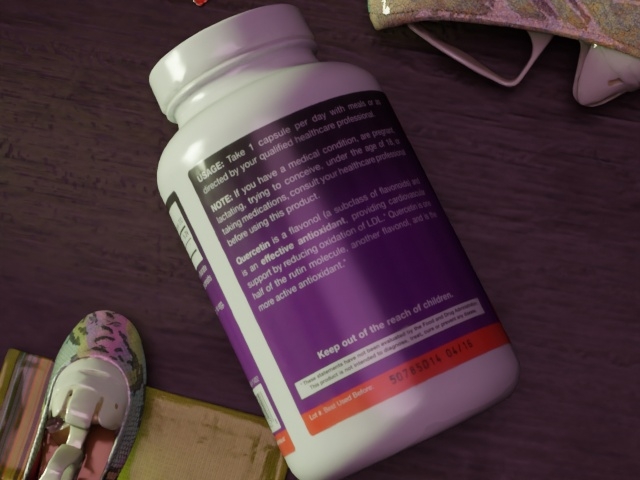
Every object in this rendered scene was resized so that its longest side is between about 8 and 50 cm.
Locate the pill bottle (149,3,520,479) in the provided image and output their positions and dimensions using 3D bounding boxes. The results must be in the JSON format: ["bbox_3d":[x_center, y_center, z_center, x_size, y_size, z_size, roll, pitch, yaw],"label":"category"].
[{"bbox_3d":[0.000,0.000,1.061,0.181,0.181,0.323,-25,82,-1],"label":"pill bottle"}]

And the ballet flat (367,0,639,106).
[{"bbox_3d":[0.184,-0.163,1.128,0.316,0.107,0.106,16,103,10],"label":"ballet flat"}]

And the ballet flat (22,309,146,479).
[{"bbox_3d":[-0.182,0.156,1.079,0.076,0.079,0.222,16,80,5],"label":"ballet flat"}]

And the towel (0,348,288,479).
[{"bbox_3d":[-0.143,0.161,1.127,0.237,0.021,0.102,14,84,4],"label":"towel"}]

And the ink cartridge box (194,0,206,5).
[{"bbox_3d":[-0.101,-0.301,1.177,0.145,0.045,0.179,-39,80,-2],"label":"ink cartridge box"}]
